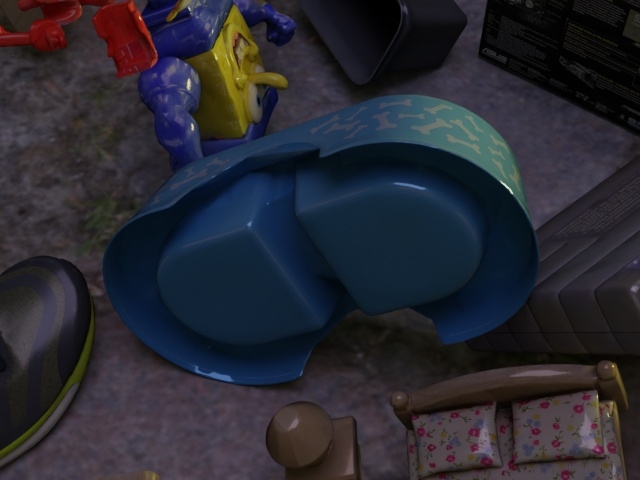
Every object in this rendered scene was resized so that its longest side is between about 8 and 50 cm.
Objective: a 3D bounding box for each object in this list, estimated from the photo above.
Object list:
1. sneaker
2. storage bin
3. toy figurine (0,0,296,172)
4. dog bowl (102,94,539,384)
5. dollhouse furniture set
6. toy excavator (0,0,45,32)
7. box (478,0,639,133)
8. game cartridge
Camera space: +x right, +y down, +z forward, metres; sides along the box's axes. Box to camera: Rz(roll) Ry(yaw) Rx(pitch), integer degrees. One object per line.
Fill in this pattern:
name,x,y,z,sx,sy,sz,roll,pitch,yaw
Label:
sneaker,-0.265,0.110,0.747,0.111,0.121,0.300,35,63,20
storage bin,0.052,-0.193,0.980,0.091,0.098,0.135,-5,51,-37
toy figurine,-0.109,-0.146,0.892,0.191,0.217,0.362,-10,33,15
dog bowl,0.000,0.000,0.764,0.297,0.166,0.074,-16,35,28
dollhouse furniture set,0.066,0.195,0.596,0.356,0.174,0.303,-12,55,16
toy excavator,-0.486,-0.240,0.941,0.433,0.445,0.222,-27,50,32
box,0.228,-0.181,0.930,0.180,0.147,0.077,30,61,19
game cartridge,0.272,-0.035,0.796,0.355,0.230,0.068,-34,94,-20
